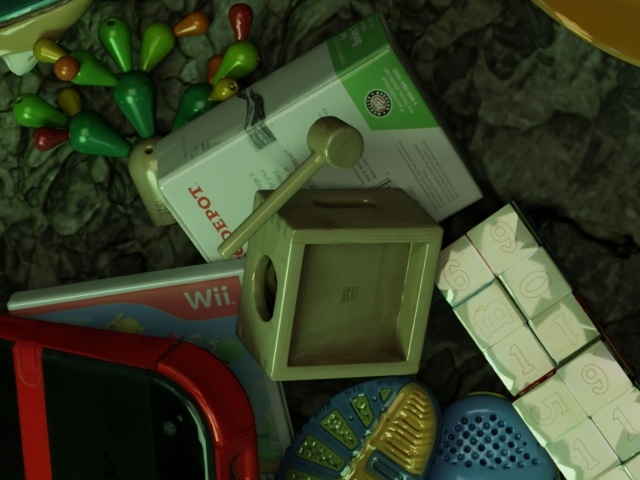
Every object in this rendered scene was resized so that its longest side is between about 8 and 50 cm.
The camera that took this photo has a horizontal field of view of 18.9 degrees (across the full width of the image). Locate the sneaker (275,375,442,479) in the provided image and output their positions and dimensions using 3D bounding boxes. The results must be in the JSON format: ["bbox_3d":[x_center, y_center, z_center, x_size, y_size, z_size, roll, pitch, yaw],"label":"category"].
[{"bbox_3d":[0.025,0.234,1.572,0.112,0.131,0.296,40,112,31],"label":"sneaker"}]

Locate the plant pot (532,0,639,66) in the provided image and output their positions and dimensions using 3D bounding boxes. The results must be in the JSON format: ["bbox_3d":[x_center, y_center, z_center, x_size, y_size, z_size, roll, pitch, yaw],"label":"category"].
[{"bbox_3d":[0.263,-0.265,1.504,0.205,0.205,0.188,34,81,6],"label":"plant pot"}]

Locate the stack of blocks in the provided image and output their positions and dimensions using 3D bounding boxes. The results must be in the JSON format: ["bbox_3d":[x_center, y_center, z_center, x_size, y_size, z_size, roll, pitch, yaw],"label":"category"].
[{"bbox_3d":[0.203,0.114,1.530,0.087,0.171,0.297,-35,87,8],"label":"stack of blocks"}]

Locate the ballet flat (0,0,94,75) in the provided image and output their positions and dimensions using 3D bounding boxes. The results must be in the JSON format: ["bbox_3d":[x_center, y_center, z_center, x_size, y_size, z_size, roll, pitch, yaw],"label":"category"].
[{"bbox_3d":[-0.288,-0.169,1.650,0.232,0.080,0.073,-14,118,11],"label":"ballet flat"}]

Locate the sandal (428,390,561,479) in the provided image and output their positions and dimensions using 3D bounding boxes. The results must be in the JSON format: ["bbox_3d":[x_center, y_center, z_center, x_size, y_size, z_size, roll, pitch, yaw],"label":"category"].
[{"bbox_3d":[0.136,0.282,1.564,0.126,0.138,0.317,-1,90,10],"label":"sandal"}]

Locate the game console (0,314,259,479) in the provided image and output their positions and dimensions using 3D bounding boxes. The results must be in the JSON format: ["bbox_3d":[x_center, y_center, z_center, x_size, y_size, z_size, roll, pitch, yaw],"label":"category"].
[{"bbox_3d":[-0.198,0.251,1.565,0.342,0.060,0.387,8,110,31],"label":"game console"}]

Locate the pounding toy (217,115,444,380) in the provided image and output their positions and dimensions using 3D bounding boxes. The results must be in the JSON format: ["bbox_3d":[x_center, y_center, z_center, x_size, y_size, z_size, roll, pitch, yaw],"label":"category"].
[{"bbox_3d":[-0.008,-0.005,1.471,0.181,0.094,0.206,-1,114,-23],"label":"pounding toy"}]

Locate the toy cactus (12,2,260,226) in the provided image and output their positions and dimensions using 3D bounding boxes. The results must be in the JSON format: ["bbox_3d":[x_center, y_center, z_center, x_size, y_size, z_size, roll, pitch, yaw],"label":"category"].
[{"bbox_3d":[-0.145,-0.102,1.616,0.219,0.112,0.181,-16,100,-2],"label":"toy cactus"}]

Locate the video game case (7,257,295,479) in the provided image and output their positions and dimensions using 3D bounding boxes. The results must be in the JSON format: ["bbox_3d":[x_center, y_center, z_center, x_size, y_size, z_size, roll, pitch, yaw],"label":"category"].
[{"bbox_3d":[-0.126,0.159,1.597,0.204,0.025,0.285,-9,114,9],"label":"video game case"}]

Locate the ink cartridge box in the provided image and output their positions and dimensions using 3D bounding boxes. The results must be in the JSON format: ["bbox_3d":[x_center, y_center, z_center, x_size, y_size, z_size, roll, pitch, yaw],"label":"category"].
[{"bbox_3d":[-0.004,-0.058,1.564,0.219,0.092,0.160,-29,116,9],"label":"ink cartridge box"}]
